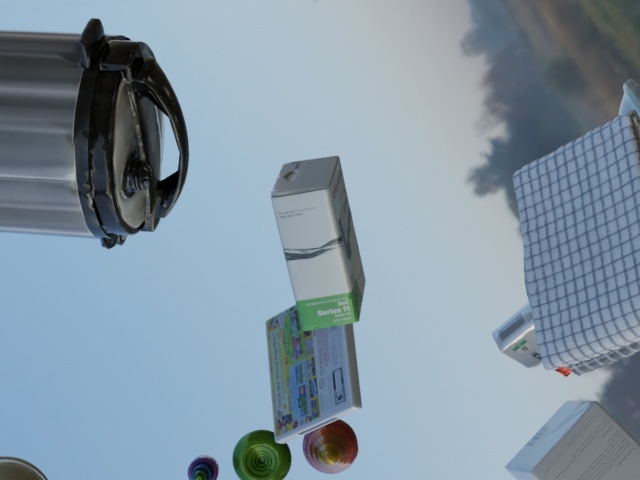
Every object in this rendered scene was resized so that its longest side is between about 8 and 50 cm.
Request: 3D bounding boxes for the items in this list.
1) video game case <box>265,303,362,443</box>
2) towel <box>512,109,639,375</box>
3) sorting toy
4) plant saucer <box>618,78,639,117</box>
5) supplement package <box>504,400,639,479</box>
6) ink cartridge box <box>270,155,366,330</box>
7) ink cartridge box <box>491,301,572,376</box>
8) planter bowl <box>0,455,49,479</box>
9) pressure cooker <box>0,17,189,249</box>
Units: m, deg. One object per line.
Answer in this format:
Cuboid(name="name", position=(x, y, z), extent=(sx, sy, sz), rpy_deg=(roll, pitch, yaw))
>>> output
Cuboid(name="video game case", position=(-0.015, 0.207, 2.179), extent=(0.026, 0.206, 0.227), rpy_deg=(15, -122, -38))
Cuboid(name="towel", position=(0.370, 0.006, 1.641), extent=(0.121, 0.235, 0.284), rpy_deg=(8, -115, -34))
Cuboid(name="sorting toy", position=(-0.101, 0.463, 2.683), extent=(0.126, 0.365, 0.127), rpy_deg=(-74, -27, -87))
Cuboid(name="plant saucer", position=(0.596, -0.082, 2.126), extent=(0.400, 0.100, 0.400), rpy_deg=(47, -163, -19))
Cuboid(name="supplement package", position=(0.502, 0.444, 2.259), extent=(0.293, 0.177, 0.175), rpy_deg=(46, 170, 1))
Cuboid(name="ink cartridge box", position=(0.000, 0.000, 1.832), extent=(0.153, 0.087, 0.208), rpy_deg=(-74, -27, -67))
Cuboid(name="ink cartridge box", position=(0.438, 0.165, 2.260), extent=(0.224, 0.181, 0.056), rpy_deg=(31, -154, -35))
Cuboid(name="planter bowl", position=(-0.476, 0.412, 1.927), extent=(0.162, 0.162, 0.109), rpy_deg=(55, 170, -9))
Cuboid(name="pressure cooker", position=(-0.437, -0.179, 2.253), extent=(0.370, 0.420, 0.375), rpy_deg=(43, -129, -79))
